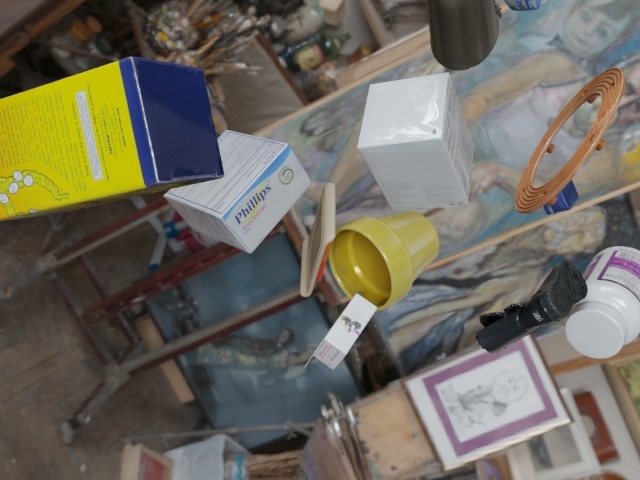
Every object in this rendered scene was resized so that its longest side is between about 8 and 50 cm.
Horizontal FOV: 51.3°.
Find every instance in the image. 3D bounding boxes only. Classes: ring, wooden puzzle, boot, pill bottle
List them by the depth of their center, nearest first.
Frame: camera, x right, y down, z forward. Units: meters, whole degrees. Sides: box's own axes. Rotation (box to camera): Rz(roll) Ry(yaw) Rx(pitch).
[{"bbox_3d":[0.505,-0.194,1.352,0.032,0.336,0.336,31,22,-3],"label":"ring"},{"bbox_3d":[0.462,0.147,1.475,0.094,0.207,0.246,56,38,3],"label":"boot"},{"bbox_3d":[0.680,0.146,1.565,0.301,0.169,0.169,-36,104,-46],"label":"pill bottle"},{"bbox_3d":[0.000,0.000,1.761,0.221,0.044,0.238,-89,-164,-44],"label":"wooden puzzle"}]

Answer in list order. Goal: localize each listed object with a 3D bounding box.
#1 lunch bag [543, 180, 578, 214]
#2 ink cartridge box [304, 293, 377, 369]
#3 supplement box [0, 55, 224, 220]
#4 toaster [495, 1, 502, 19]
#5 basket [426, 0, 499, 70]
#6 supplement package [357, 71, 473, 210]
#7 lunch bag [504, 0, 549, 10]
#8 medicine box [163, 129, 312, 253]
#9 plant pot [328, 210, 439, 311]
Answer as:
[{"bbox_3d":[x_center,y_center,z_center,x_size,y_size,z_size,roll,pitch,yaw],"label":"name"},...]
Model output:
[{"bbox_3d":[0.546,-0.101,1.545,0.098,0.065,0.067,-35,102,-45],"label":"lunch bag"},{"bbox_3d":[0.045,0.218,1.498,0.061,0.104,0.181,36,56,6],"label":"ink cartridge box"},{"bbox_3d":[-0.376,-0.162,1.127,0.194,0.356,0.195,-20,100,-65],"label":"supplement box"},{"bbox_3d":[0.369,-0.630,1.724,0.168,0.110,0.186,56,22,17],"label":"toaster"},{"bbox_3d":[0.298,-0.517,1.429,0.227,0.154,0.204,54,45,-62],"label":"basket"},{"bbox_3d":[0.236,-0.227,1.596,0.262,0.199,0.198,53,42,-50],"label":"supplement package"},{"bbox_3d":[0.642,-0.845,2.122,0.219,0.090,0.176,60,-12,-31],"label":"lunch bag"},{"bbox_3d":[-0.219,-0.136,1.764,0.289,0.263,0.149,21,-26,45],"label":"medicine box"},{"bbox_3d":[0.189,0.033,1.838,0.239,0.254,0.254,-28,97,-33],"label":"plant pot"}]
